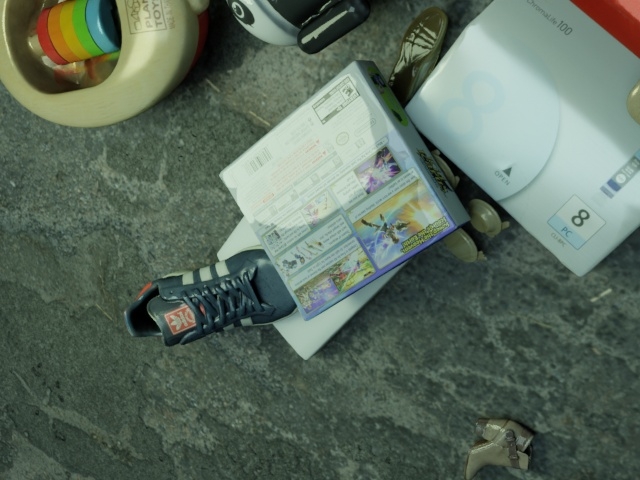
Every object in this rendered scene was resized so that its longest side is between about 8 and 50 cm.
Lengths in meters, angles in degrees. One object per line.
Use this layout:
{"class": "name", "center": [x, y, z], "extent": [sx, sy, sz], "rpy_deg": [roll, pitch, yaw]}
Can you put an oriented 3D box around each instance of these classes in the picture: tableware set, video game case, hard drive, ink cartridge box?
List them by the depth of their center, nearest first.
{"class": "ink cartridge box", "center": [0.324, -0.193, 0.881], "extent": [0.308, 0.091, 0.385], "rpy_deg": [45, 124, 12]}
{"class": "video game case", "center": [0.024, -0.060, 1.014], "extent": [0.269, 0.061, 0.244], "rpy_deg": [-34, 82, 32]}
{"class": "tableware set", "center": [0.176, -0.045, 1.021], "extent": [0.169, 0.020, 0.141], "rpy_deg": [51, 160, 6]}
{"class": "hard drive", "center": [0.000, 0.000, 1.143], "extent": [0.233, 0.047, 0.353], "rpy_deg": [49, 130, 10]}

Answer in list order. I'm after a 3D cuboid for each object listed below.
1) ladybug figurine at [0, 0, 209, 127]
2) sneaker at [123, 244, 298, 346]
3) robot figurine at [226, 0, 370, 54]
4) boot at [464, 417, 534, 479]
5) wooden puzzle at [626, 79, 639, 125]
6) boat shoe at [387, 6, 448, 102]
{"class": "ladybug figurine", "center": [-0.340, -0.337, 1.200], "extent": [0.449, 0.162, 0.305], "rpy_deg": [2, 106, 32]}
{"class": "sneaker", "center": [-0.173, 0.102, 1.190], "extent": [0.350, 0.148, 0.131], "rpy_deg": [-17, 98, 40]}
{"class": "robot figurine", "center": [-0.004, -0.370, 0.974], "extent": [0.278, 0.209, 0.173], "rpy_deg": [-27, 119, 34]}
{"class": "boot", "center": [0.262, 0.314, 1.109], "extent": [0.087, 0.042, 0.118], "rpy_deg": [17, 114, 24]}
{"class": "wooden puzzle", "center": [0.541, -0.164, 0.741], "extent": [0.322, 0.080, 0.348], "rpy_deg": [44, 112, 11]}
{"class": "boat shoe", "center": [0.133, -0.246, 1.009], "extent": [0.050, 0.045, 0.135], "rpy_deg": [44, 127, 22]}
